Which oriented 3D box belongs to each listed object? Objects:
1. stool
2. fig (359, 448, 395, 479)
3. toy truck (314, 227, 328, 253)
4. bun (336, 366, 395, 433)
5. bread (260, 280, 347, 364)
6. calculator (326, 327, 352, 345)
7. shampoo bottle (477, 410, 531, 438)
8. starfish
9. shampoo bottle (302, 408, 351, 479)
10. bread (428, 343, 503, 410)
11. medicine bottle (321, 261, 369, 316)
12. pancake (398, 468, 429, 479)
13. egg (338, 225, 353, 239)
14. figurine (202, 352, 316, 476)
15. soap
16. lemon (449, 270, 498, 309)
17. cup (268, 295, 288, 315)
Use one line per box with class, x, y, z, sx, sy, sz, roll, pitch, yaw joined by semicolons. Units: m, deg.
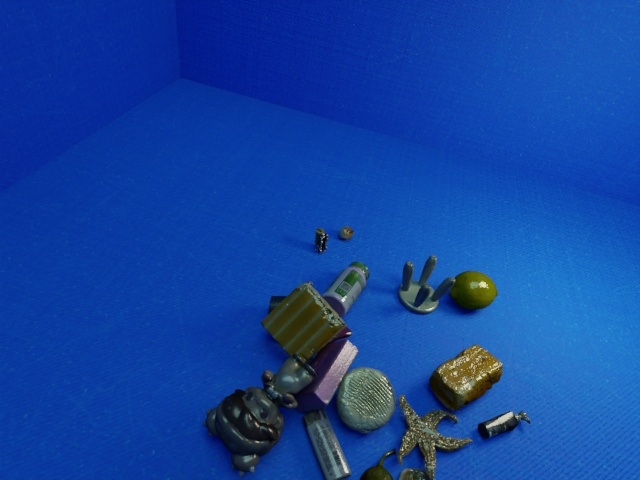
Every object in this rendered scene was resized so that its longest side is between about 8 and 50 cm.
stool;0.474;0.206;1.893;0.195;0.199;0.195;-13;49;-23
fig;0.198;0.749;1.320;0.124;0.124;0.236;24;29;13
toy truck;0.000;0.000;2.060;0.052;0.123;0.062;-29;50;-36
bun;0.157;0.570;1.471;0.220;0.134;0.221;3;67;-8
bread;-0.057;0.316;1.581;0.246;0.111;0.239;-45;77;-1
calculator;0.022;0.380;1.694;0.190;0.034;0.126;-16;29;-26
shampoo bottle;0.686;0.682;1.531;0.207;0.057;0.064;-8;46;-20
starfish;0.373;0.695;1.442;0.299;0.060;0.302;33;40;13
shampoo bottle;0.018;0.684;1.374;0.086;0.056;0.227;-12;47;-22
bread;0.570;0.535;1.608;0.294;0.132;0.167;-20;51;-29
medicine bottle;0.119;0.210;1.853;0.133;0.134;0.274;27;45;16
pancake;0.317;0.812;1.328;0.151;0.025;0.152;8;43;-7
egg;0.137;-0.041;2.176;0.083;0.071;0.071;-3;41;-42
figurine;-0.183;0.537;1.339;0.248;0.203;0.380;39;73;24
soap;0.012;0.485;1.491;0.081;0.181;0.259;48;47;-7
lemon;0.724;0.233;1.936;0.248;0.184;0.184;-1;44;-13
cup;-0.137;0.310;1.704;0.155;0.131;0.177;7;61;1
